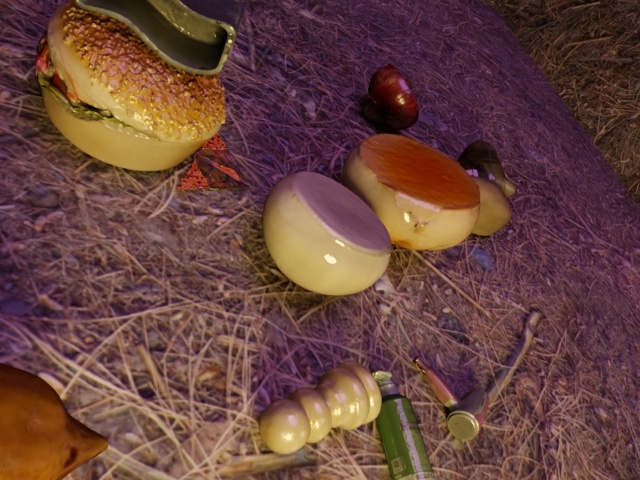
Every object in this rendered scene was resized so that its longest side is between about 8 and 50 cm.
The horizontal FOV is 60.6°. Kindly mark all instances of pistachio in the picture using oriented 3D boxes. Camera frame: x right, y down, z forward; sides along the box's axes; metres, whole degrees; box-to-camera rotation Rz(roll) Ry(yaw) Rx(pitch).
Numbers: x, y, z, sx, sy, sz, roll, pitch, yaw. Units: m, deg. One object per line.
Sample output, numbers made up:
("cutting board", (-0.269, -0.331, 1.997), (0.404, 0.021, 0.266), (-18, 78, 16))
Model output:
("pistachio", (0.384, -0.090, 1.363), (0.225, 0.136, 0.136), (21, 43, -30))

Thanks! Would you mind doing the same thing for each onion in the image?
("onion", (0.178, -0.369, 1.441), (0.184, 0.146, 0.184), (155, -90, -89))

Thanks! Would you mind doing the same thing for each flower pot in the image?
("flower pot", (-0.227, -0.340, 0.787), (0.229, 0.103, 0.108), (29, 36, -20))

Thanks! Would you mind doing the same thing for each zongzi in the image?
("zongzi", (0.391, -0.208, 1.497), (0.241, 0.112, 0.221), (15, 43, -21))

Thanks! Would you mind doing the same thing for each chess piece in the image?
("chess piece", (-0.007, 0.234, 0.743), (0.170, 0.094, 0.094), (-15, 65, -39))

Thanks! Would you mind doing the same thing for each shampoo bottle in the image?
("shampoo bottle", (0.119, 0.292, 0.812), (0.065, 0.065, 0.205), (13, 47, -34))

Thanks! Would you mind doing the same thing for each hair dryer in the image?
("hair dryer", (0.223, 0.259, 0.953), (0.154, 0.054, 0.106), (45, 33, 9))

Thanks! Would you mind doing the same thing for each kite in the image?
("kite", (-0.176, -0.126, 0.986), (0.125, 0.008, 0.222), (30, 39, -17))

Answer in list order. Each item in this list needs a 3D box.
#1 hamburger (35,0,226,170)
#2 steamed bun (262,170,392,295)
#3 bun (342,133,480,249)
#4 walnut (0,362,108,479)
("hamburger", (-0.290, -0.250, 0.866), (0.301, 0.170, 0.302), (24, 41, -23))
("steamed bun", (0.000, 0.000, 0.913), (0.231, 0.145, 0.232), (30, 25, -16))
("bun", (0.176, -0.080, 1.132), (0.298, 0.165, 0.299), (14, 36, -11))
("walnut", (-0.334, 0.169, 0.414), (0.336, 0.209, 0.209), (11, 48, -33))
